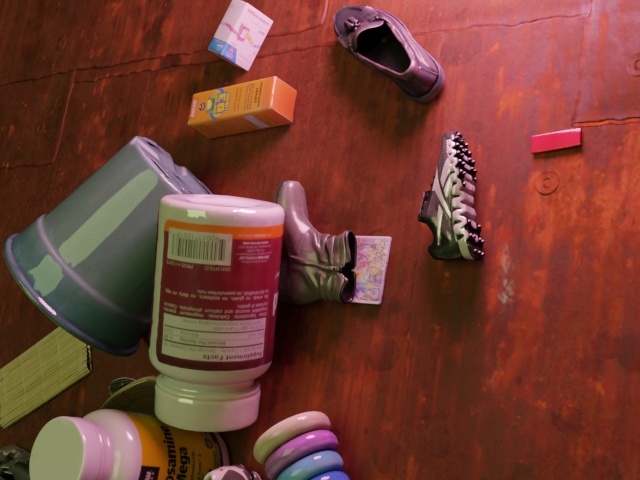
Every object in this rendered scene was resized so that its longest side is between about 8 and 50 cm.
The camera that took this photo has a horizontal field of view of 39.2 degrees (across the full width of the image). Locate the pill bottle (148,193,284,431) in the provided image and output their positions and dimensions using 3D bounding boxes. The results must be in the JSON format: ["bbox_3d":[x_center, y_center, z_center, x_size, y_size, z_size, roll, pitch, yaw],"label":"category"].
[{"bbox_3d":[-0.188,0.123,1.597,0.224,0.224,0.392,12,101,39],"label":"pill bottle"}]

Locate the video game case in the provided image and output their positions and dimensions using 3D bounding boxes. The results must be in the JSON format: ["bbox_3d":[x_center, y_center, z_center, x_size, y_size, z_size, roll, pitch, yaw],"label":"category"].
[{"bbox_3d":[0.079,0.052,1.599,0.087,0.011,0.122,2,76,37],"label":"video game case"}]

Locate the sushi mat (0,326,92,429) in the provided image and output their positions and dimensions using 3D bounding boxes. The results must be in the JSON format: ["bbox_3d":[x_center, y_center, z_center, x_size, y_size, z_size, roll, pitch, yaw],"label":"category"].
[{"bbox_3d":[-0.638,0.300,2.062,0.316,0.019,0.151,-33,57,25],"label":"sushi mat"}]

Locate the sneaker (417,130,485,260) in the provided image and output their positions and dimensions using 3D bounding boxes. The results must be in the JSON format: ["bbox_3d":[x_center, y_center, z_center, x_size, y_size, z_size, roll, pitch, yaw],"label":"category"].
[{"bbox_3d":[0.206,-0.071,1.499,0.106,0.078,0.234,-15,69,31],"label":"sneaker"}]

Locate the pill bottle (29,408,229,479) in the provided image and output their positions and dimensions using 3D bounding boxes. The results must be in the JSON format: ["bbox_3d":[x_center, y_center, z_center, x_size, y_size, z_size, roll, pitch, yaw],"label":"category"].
[{"bbox_3d":[-0.334,0.399,1.591,0.188,0.334,0.188,-12,68,34],"label":"pill bottle"}]

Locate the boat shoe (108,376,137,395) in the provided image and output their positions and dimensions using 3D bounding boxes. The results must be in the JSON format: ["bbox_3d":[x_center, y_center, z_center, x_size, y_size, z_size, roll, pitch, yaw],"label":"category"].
[{"bbox_3d":[-0.394,0.308,1.858,0.142,0.040,0.049,0,76,37],"label":"boat shoe"}]

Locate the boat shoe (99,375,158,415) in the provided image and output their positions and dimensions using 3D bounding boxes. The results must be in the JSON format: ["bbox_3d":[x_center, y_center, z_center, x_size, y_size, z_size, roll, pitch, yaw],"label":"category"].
[{"bbox_3d":[-0.391,0.360,1.790,0.109,0.098,0.302,39,114,-5],"label":"boat shoe"}]

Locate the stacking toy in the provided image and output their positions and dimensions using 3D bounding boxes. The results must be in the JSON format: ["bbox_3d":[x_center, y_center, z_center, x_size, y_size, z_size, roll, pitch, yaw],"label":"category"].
[{"bbox_3d":[0.017,0.447,1.448,0.141,0.141,0.330,-41,59,20],"label":"stacking toy"}]

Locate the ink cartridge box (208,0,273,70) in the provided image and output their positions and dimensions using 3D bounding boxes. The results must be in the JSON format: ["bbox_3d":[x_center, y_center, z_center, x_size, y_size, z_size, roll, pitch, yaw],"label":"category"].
[{"bbox_3d":[-0.168,-0.435,1.898,0.052,0.088,0.122,28,93,40],"label":"ink cartridge box"}]

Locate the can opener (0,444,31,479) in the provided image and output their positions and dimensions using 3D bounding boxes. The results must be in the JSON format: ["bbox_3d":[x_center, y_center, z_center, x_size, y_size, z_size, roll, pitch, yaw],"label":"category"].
[{"bbox_3d":[-0.628,0.521,1.963,0.283,0.076,0.095,13,116,39],"label":"can opener"}]

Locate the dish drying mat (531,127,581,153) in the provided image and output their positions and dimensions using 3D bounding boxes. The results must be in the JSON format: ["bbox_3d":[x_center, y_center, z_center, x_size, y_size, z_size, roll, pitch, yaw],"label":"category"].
[{"bbox_3d":[0.378,-0.160,1.442,0.083,0.008,0.032,-8,70,37],"label":"dish drying mat"}]

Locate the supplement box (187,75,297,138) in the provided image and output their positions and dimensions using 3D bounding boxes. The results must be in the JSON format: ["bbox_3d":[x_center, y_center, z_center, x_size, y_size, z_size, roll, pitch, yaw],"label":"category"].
[{"bbox_3d":[-0.164,-0.271,1.850,0.233,0.080,0.078,-6,69,38],"label":"supplement box"}]

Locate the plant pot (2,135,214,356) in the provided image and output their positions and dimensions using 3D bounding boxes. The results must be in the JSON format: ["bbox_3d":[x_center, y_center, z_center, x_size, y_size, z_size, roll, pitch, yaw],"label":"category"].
[{"bbox_3d":[-0.383,-0.004,1.789,0.334,0.341,0.341,-45,53,7],"label":"plant pot"}]

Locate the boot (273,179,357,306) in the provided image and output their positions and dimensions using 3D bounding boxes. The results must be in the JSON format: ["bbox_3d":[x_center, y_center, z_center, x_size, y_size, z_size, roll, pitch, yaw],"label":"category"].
[{"bbox_3d":[0.000,0.000,1.632,0.161,0.083,0.246,-11,77,37],"label":"boot"}]

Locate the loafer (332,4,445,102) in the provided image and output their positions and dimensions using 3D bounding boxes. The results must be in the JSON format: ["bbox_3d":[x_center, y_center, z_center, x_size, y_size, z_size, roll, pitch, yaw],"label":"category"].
[{"bbox_3d":[0.111,-0.365,1.657,0.109,0.095,0.302,-51,52,12],"label":"loafer"}]

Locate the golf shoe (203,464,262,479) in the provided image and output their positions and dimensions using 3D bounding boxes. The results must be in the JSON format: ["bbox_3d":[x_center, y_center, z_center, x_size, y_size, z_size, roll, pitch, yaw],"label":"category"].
[{"bbox_3d":[-0.187,0.529,1.578,0.105,0.120,0.272,3,78,36],"label":"golf shoe"}]
